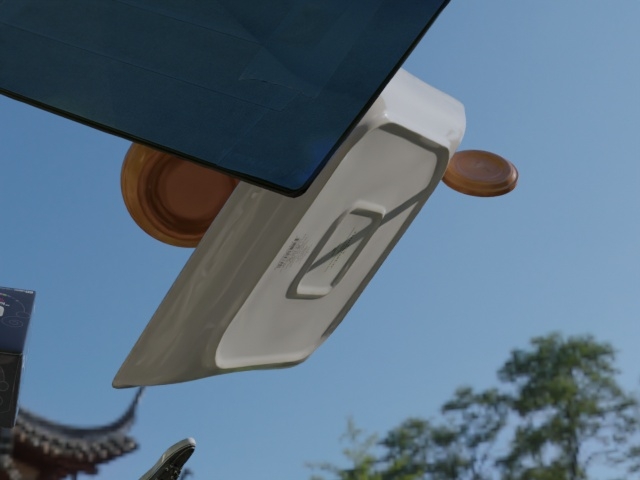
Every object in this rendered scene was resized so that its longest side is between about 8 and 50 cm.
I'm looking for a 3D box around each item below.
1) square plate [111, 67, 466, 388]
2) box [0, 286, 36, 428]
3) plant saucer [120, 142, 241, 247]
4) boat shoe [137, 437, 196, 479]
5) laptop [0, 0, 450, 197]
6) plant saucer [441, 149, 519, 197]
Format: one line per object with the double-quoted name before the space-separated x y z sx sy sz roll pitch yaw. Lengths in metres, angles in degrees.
"square plate" 0.000 0.000 1.025 0.347 0.049 0.344 -55 -19 10
"box" -0.580 0.187 1.892 0.165 0.270 0.143 7 -72 -13
"plant saucer" -0.174 -0.076 1.532 0.200 0.037 0.200 -4 -65 -8
"boat shoe" -0.251 0.382 1.836 0.142 0.040 0.049 -45 -29 14
"laptop" -0.082 -0.297 0.832 0.382 0.408 0.236 20 21 23
"plant saucer" 0.164 -0.072 1.157 0.083 0.083 0.013 0 -54 -6
